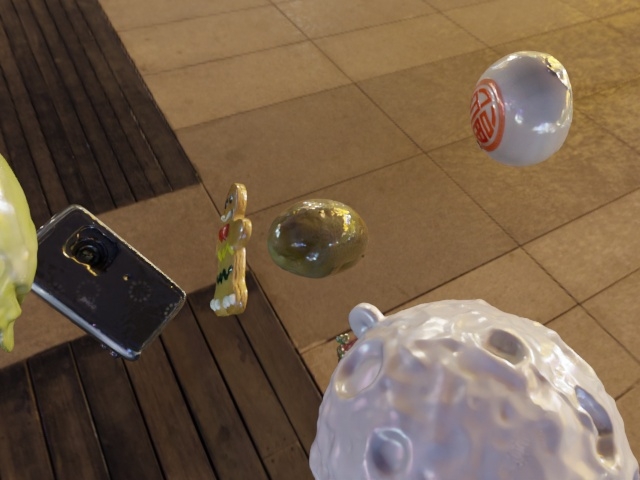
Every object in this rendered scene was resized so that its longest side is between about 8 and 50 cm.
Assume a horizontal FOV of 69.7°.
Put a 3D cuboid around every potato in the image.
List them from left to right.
[{"bbox_3d":[0.000,0.000,0.938,0.178,0.235,0.160,-2,76,40],"label":"potato"}]

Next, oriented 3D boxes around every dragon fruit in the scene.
[{"bbox_3d":[0.102,0.295,1.126,0.135,0.236,0.137,-17,96,-19],"label":"dragon fruit"}]

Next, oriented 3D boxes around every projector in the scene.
[{"bbox_3d":[-0.621,0.131,1.277,0.395,0.405,0.242,43,64,-18],"label":"projector"}]

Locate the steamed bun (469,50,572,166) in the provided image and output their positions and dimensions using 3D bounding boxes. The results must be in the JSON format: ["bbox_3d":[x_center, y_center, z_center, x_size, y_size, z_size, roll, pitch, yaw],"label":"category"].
[{"bbox_3d":[0.478,-0.322,1.152,0.177,0.282,0.282,-10,53,-5],"label":"steamed bun"}]

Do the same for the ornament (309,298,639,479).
[{"bbox_3d":[0.164,0.235,0.509,0.338,0.337,0.336,3,51,-3],"label":"ornament"}]

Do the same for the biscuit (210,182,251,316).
[{"bbox_3d":[-0.158,0.014,0.797,0.035,0.158,0.240,8,70,-28],"label":"biscuit"}]

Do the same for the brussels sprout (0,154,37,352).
[{"bbox_3d":[-0.554,-0.022,0.554,0.343,0.426,0.360,6,68,-49],"label":"brussels sprout"}]
